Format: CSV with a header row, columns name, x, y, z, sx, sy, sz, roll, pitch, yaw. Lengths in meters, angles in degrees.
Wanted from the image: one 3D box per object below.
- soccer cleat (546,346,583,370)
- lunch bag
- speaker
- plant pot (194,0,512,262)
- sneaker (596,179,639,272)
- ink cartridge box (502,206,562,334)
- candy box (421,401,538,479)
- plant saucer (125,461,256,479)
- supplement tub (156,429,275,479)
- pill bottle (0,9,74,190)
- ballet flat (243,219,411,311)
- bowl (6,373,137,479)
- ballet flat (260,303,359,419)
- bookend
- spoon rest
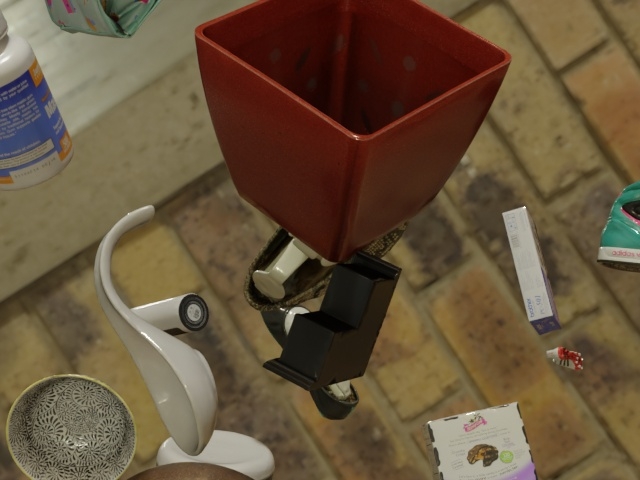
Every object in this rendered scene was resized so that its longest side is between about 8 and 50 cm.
name,x,y,z,sx,sy,sz,roll,pitch,yaw
soccer cleat,0.398,0.192,2.018,0.083,0.035,0.029,27,60,-46
lunch bag,-0.355,-0.461,2.020,0.223,0.160,0.262,18,-74,46
speaker,-0.221,0.111,1.770,0.136,0.055,0.055,-14,-66,45
plant pot,0.027,-0.136,1.483,0.267,0.267,0.236,36,-42,29
sneaker,0.592,-0.034,1.947,0.124,0.295,0.178,29,68,-69
ink cartridge box,0.372,0.054,2.187,0.097,0.046,0.207,43,33,-63
candy box,0.275,0.388,2.109,0.070,0.165,0.196,111,-33,-75
plant saucer,-0.155,0.420,1.473,0.310,0.310,0.050,57,6,3
supplement tub,-0.213,0.546,2.389,0.228,0.228,0.316,-134,-131,-74
pill bottle,-0.499,-0.226,1.932,0.152,0.152,0.272,-127,-163,-54
ballet flat,0.000,0.000,1.908,0.164,0.182,0.483,51,-34,5
bowl,-0.319,0.239,1.633,0.170,0.170,0.080,58,10,-15
ballet flat,-0.009,0.205,2.334,0.096,0.095,0.280,-31,-88,50
bookend,0.017,0.098,1.577,0.072,0.156,0.157,25,13,25
spoon rest,-0.183,0.105,1.357,0.137,0.084,0.276,-36,-109,65
